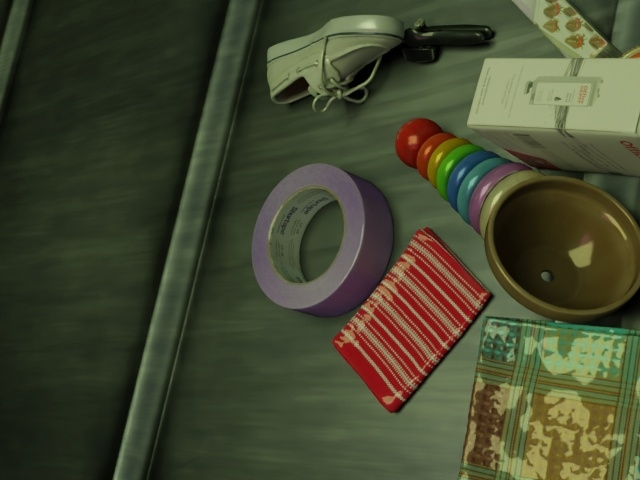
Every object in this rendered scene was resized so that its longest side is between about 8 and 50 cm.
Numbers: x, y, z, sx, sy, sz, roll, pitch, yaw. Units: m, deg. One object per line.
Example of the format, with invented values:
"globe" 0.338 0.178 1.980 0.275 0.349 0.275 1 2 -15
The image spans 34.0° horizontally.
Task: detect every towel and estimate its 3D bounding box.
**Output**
"towel" 0.385 0.249 1.431 0.370 0.040 0.271 5 74 21
"towel" 0.149 0.135 1.793 0.275 0.031 0.199 -53 49 16

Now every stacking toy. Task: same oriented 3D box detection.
"stacking toy" 0.239 -0.114 1.740 0.141 0.141 0.330 -58 41 11

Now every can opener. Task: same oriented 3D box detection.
"can opener" 0.225 -0.367 1.881 0.186 0.073 0.059 0 38 39

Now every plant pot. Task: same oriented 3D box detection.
"plant pot" 0.351 0.029 1.554 0.110 0.237 0.237 105 154 -58

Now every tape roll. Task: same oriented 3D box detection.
"tape roll" 0.000 0.000 1.932 0.275 0.090 0.275 -15 66 38

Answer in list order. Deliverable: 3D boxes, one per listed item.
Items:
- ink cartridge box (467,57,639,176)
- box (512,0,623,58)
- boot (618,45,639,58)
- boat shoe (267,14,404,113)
"ink cartridge box" 0.396 -0.180 1.549 0.283 0.207 0.117 9 81 43
"box" 0.377 -0.385 1.733 0.063 0.067 0.324 -47 51 21
"boot" 0.507 -0.257 1.581 0.158 0.059 0.084 -31 62 30
"boat shoe" 0.018 -0.317 1.986 0.367 0.136 0.156 -6 79 48
